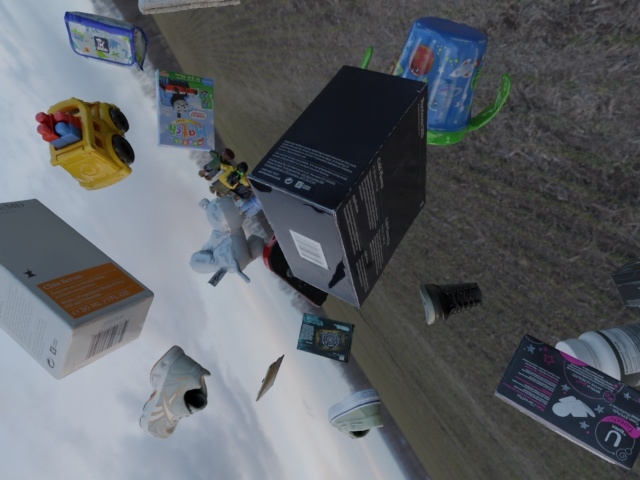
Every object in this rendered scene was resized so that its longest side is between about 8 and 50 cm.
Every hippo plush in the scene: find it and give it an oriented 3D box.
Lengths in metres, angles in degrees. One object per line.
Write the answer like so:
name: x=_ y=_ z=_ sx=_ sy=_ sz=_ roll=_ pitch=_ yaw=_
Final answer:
hippo plush: x=-0.311 y=-0.023 z=1.334 sx=0.294 sy=0.235 sz=0.236 roll=-70 pitch=-28 yaw=-69

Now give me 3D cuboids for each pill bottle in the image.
pill bottle: x=0.819 y=0.319 z=1.185 sx=0.161 sy=0.284 sz=0.161 roll=-12 pitch=-90 yaw=-89

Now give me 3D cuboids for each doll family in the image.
doll family: x=-0.176 y=-0.127 z=0.973 sx=0.193 sy=0.111 sz=0.075 roll=35 pitch=-151 yaw=-39

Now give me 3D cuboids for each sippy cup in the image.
sippy cup: x=0.262 y=-0.374 z=0.991 sx=0.240 sy=0.306 sz=0.223 roll=50 pitch=142 yaw=34

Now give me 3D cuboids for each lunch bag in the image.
lunch bag: x=-0.446 y=-0.425 z=0.912 sx=0.151 sy=0.129 sz=0.096 roll=-165 pitch=84 yaw=-77

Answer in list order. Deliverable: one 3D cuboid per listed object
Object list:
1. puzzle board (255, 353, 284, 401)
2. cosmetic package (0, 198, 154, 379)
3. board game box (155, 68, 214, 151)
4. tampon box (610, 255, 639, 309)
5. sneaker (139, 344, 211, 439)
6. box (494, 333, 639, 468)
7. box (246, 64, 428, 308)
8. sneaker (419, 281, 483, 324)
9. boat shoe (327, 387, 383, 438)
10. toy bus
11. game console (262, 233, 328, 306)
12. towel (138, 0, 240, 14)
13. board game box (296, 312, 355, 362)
puzzle board: x=-0.133 y=0.360 z=1.145 sx=0.011 sy=0.096 sz=0.128 roll=22 pitch=-175 yaw=11
cosmetic package: x=-0.658 y=0.092 z=1.036 sx=0.454 sy=0.161 sz=0.230 roll=33 pitch=-156 yaw=13
board game box: x=-0.390 y=-0.372 z=1.254 sx=0.039 sy=0.160 sz=0.211 roll=1 pitch=92 yaw=56
tampon box: x=0.872 y=0.100 z=1.129 sx=0.120 sy=0.161 sz=0.101 roll=-28 pitch=83 yaw=58
sneaker: x=-0.307 y=0.356 z=0.934 sx=0.121 sy=0.099 sz=0.262 roll=26 pitch=121 yaw=13
box: x=0.504 y=0.325 z=0.888 sx=0.247 sy=0.142 sz=0.163 roll=28 pitch=171 yaw=27
box: x=0.063 y=-0.095 z=0.853 sx=0.179 sy=0.312 sz=0.343 roll=25 pitch=154 yaw=26
sneaker: x=0.277 y=0.119 z=0.906 sx=0.222 sy=0.118 sz=0.083 roll=5 pitch=-108 yaw=-72
boat shoe: x=0.088 y=0.478 z=1.150 sx=0.302 sy=0.109 sz=0.094 roll=106 pitch=157 yaw=-56
toy bus: x=-0.575 y=-0.260 z=1.030 sx=0.211 sy=0.150 sz=0.220 roll=49 pitch=-158 yaw=-68
game console: x=0.000 y=0.000 z=1.500 sx=0.060 sy=0.386 sz=0.342 roll=16 pitch=158 yaw=49
towel: x=-0.345 y=-0.699 z=1.144 sx=0.049 sy=0.283 sz=0.186 roll=70 pitch=-165 yaw=-76
board game box: x=0.016 y=0.319 z=1.426 sx=0.186 sy=0.126 sz=0.026 roll=8 pitch=173 yaw=29
